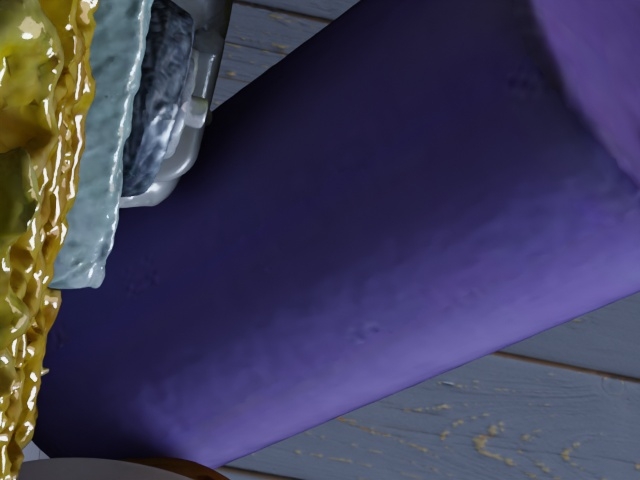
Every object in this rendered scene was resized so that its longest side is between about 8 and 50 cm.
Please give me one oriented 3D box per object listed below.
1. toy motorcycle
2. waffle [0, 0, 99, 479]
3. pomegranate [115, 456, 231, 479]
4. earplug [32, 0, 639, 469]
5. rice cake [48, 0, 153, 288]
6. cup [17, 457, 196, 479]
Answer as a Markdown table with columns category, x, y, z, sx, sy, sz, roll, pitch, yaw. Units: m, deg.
| category | x | y | z | sx | sy | sz | roll | pitch | yaw |
| --- | --- | --- | --- | --- | --- | --- | --- | --- | --- |
| toy motorcycle | -0.090 | -0.139 | 1.025 | 0.223 | 0.108 | 0.341 | 121 | -20 | -55 |
| waffle | -0.102 | -0.009 | 0.559 | 0.160 | 0.055 | 0.211 | -86 | -171 | -60 |
| pomegranate | -0.094 | 0.214 | 1.047 | 0.191 | 0.191 | 0.191 | -168 | -90 | -85 |
| earplug | 0.000 | 0.000 | 1.074 | 0.456 | 0.215 | 0.215 | -30 | -145 | 32 |
| rice cake | -0.099 | -0.077 | 0.760 | 0.063 | 0.069 | 0.206 | -97 | -159 | -76 |
| cup | -0.080 | 0.244 | 0.785 | 0.191 | 0.253 | 0.200 | -30 | -149 | 29 |
